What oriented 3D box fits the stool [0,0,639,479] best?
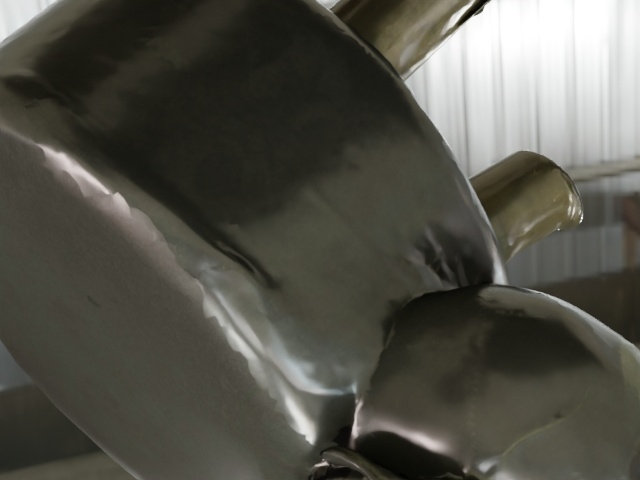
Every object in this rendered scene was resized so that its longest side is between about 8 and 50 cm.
[{"bbox_3d":[0.000,0.005,0.396,0.228,0.153,0.139,41,-118,11],"label":"stool"}]
